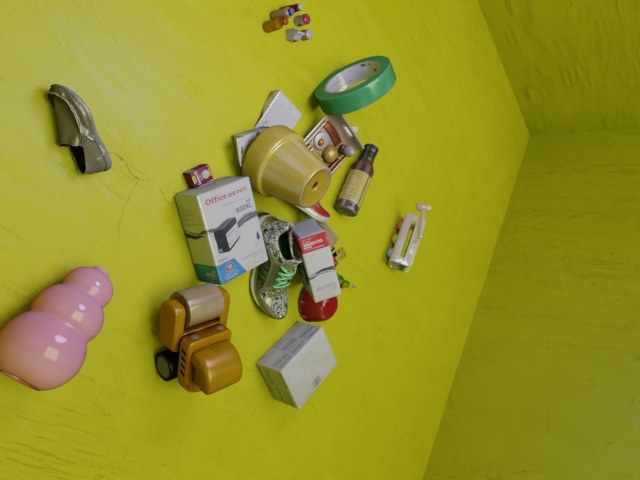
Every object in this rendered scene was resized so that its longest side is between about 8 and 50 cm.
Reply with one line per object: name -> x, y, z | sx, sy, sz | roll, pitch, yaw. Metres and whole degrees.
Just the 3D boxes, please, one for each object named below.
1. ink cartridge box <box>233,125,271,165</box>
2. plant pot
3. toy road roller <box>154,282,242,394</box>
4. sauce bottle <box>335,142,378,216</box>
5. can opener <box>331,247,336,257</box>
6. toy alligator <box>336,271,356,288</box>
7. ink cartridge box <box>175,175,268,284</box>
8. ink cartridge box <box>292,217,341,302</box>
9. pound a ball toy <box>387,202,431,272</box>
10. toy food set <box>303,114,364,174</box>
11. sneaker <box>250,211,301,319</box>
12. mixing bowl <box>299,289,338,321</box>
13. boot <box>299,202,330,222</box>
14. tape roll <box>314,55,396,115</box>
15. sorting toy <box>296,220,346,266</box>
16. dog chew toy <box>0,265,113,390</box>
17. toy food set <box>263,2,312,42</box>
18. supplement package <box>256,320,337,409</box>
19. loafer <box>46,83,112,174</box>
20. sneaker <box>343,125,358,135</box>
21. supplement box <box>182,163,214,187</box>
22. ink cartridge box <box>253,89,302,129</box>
ink cartridge box -> -0.242, -0.334, 1.782 | 0.180, 0.060, 0.104 | -29, 124, -43
plant pot -> -0.101, -0.239, 1.760 | 0.254, 0.239, 0.254 | -43, 154, -27
toy road roller -> -0.355, 0.320, 1.562 | 0.203, 0.241, 0.329 | -14, 122, -48
sauce bottle -> 0.172, -0.271, 2.235 | 0.111, 0.111, 0.344 | 43, 63, -42
can opener -> 0.012, 0.091, 2.141 | 0.059, 0.073, 0.186 | 37, 60, 3
toy alligator -> 0.092, 0.192, 2.246 | 0.051, 0.056, 0.190 | -41, 139, 14
ink cartridge box -> -0.323, -0.039, 1.680 | 0.223, 0.129, 0.307 | -29, 115, -43
ink cartridge box -> -0.025, 0.074, 1.948 | 0.114, 0.197, 0.272 | -19, 111, -11
pound a ball toy -> 0.433, -0.025, 2.518 | 0.208, 0.136, 0.319 | 87, 23, -71
toy food set -> 0.027, -0.339, 2.028 | 0.306, 0.092, 0.219 | -50, 131, -10
sneaker -> -0.152, 0.103, 1.851 | 0.158, 0.182, 0.410 | -19, 108, -46
mixing bowl -> 0.009, 0.265, 2.105 | 0.181, 0.098, 0.181 | -18, 114, -47
boot -> -0.015, -0.187, 1.986 | 0.244, 0.088, 0.176 | 33, 98, -38
tape roll -> 0.136, -0.615, 1.994 | 0.321, 0.321, 0.077 | -53, 131, -31
sorting toy -> 0.000, 0.000, 2.100 | 0.274, 0.046, 0.132 | 49, 57, -23
dog chew toy -> -0.655, 0.207, 1.285 | 0.206, 0.207, 0.331 | 55, 47, -37
toy food set -> -0.094, -0.811, 1.872 | 0.232, 0.105, 0.111 | -6, 99, -48
supplement package -> -0.088, 0.488, 1.996 | 0.262, 0.145, 0.204 | -42, 123, -37
loafer -> -0.639, -0.281, 1.317 | 0.087, 0.094, 0.251 | -47, 127, -40
sneaker -> 0.075, -0.435, 2.141 | 0.212, 0.080, 0.094 | -22, 115, -35
supplement box -> -0.396, -0.212, 1.642 | 0.083, 0.043, 0.054 | -38, 122, -39
ink cartridge box -> -0.167, -0.449, 1.895 | 0.179, 0.045, 0.145 | -55, 135, -5
